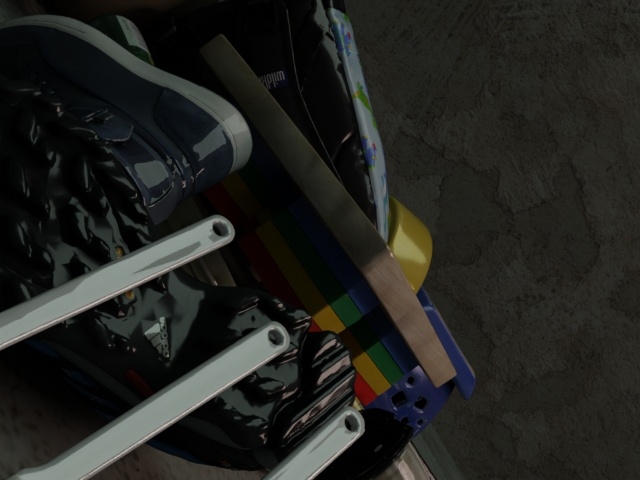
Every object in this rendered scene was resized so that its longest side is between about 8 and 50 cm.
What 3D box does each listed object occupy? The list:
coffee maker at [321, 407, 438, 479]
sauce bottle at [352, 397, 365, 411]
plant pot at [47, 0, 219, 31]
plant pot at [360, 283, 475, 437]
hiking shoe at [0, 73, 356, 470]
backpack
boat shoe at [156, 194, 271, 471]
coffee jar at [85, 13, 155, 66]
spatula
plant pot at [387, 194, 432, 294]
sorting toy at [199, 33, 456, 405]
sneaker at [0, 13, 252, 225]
[{"bbox_3d":[0.086,0.286,0.924,0.178,0.120,0.171,59,4,-15],"label":"coffee maker"},{"bbox_3d":[0.055,0.271,1.196,0.128,0.042,0.042,58,4,6],"label":"sauce bottle"},{"bbox_3d":[-0.196,-0.376,0.907,0.323,0.323,0.280,61,-40,24],"label":"plant pot"},{"bbox_3d":[0.133,0.198,1.460,0.236,0.212,0.236,58,5,-17],"label":"plant pot"},{"bbox_3d":[-0.129,0.035,0.432,0.304,0.132,0.113,42,49,-13],"label":"hiking shoe"},{"bbox_3d":[-0.048,-0.085,0.960,0.273,0.290,0.355,48,21,-77],"label":"backpack"},{"bbox_3d":[-0.072,0.082,0.680,0.302,0.094,0.109,57,5,-29],"label":"boat shoe"},{"bbox_3d":[-0.183,-0.118,0.777,0.184,0.096,0.079,61,7,16],"label":"coffee jar"},{"bbox_3d":[-0.080,0.074,0.327,0.242,0.019,0.168,-30,84,-50],"label":"spatula"},{"bbox_3d":[0.000,0.000,1.229,0.239,0.254,0.254,41,12,-25],"label":"plant pot"},{"bbox_3d":[-0.014,0.001,0.681,0.255,0.089,0.257,54,0,33],"label":"sorting toy"},{"bbox_3d":[-0.182,-0.072,0.536,0.226,0.163,0.086,23,-49,18],"label":"sneaker"}]
